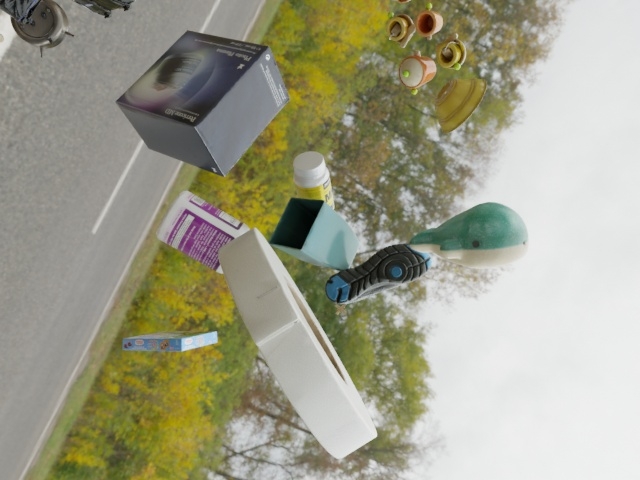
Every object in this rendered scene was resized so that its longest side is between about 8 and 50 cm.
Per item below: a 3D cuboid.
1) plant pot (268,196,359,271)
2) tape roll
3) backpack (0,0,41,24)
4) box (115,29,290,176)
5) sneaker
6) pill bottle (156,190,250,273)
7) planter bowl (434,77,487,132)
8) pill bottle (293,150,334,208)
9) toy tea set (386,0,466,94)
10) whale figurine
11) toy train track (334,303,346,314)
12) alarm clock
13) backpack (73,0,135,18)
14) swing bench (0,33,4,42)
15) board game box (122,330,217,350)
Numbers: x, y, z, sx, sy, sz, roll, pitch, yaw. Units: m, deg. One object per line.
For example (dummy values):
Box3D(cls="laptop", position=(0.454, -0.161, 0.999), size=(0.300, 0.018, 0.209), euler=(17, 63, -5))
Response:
Box3D(cls="plant pot", position=(0.000, 0.000, 1.580), size=(0.165, 0.234, 0.165), euler=(10, -110, 49))
Box3D(cls="tape roll", position=(-0.037, 0.160, 0.829), size=(0.072, 0.392, 0.392), euler=(-31, -169, -2))
Box3D(cls="backpack", position=(-0.653, -0.591, 1.111), size=(0.173, 0.117, 0.158), euler=(-43, -129, 11))
Box3D(cls="box", position=(-0.292, -0.355, 1.286), size=(0.294, 0.296, 0.182), euler=(-56, 149, -21))
Box3D(cls="sneaker", position=(0.178, 0.104, 1.587), size=(0.139, 0.341, 0.125), euler=(63, 9, -78))
Box3D(cls="pill bottle", position=(-0.315, -0.006, 1.510), size=(0.169, 0.302, 0.169), euler=(-57, -172, 12))
Box3D(cls="planter bowl", position=(0.455, -0.482, 1.730), size=(0.217, 0.090, 0.217), euler=(-51, -162, 23))
Box3D(cls="pill bottle", position=(-0.024, -0.179, 1.662), size=(0.208, 0.119, 0.119), euler=(78, 21, -46))
Box3D(cls="toy tea set", position=(0.272, -0.615, 1.516), size=(0.124, 0.336, 0.200), euler=(-27, 176, -40))
Box3D(cls="whale figurine", position=(0.342, -0.019, 1.187), size=(0.272, 0.216, 0.141), euler=(5, -76, 45))
Box3D(cls="toy train track", position=(0.082, 0.224, 1.762), size=(0.083, 0.048, 0.014), euler=(-52, 176, 17))
Box3D(cls="alarm clock", position=(-0.748, -0.591, 1.325), size=(0.129, 0.192, 0.064), euler=(-34, -170, 0))
Box3D(cls="backpack", position=(-0.726, -0.833, 1.569), size=(0.253, 0.225, 0.191), euler=(-6, 94, -63))
Box3D(cls="swing bench", position=(-0.785, -0.320, 0.972), size=(0.165, 0.255, 0.253), euler=(61, 17, -65))
Box3D(cls="board game box", position=(-0.432, 0.289, 1.464), size=(0.160, 0.212, 0.039), euler=(4, 81, -66))
